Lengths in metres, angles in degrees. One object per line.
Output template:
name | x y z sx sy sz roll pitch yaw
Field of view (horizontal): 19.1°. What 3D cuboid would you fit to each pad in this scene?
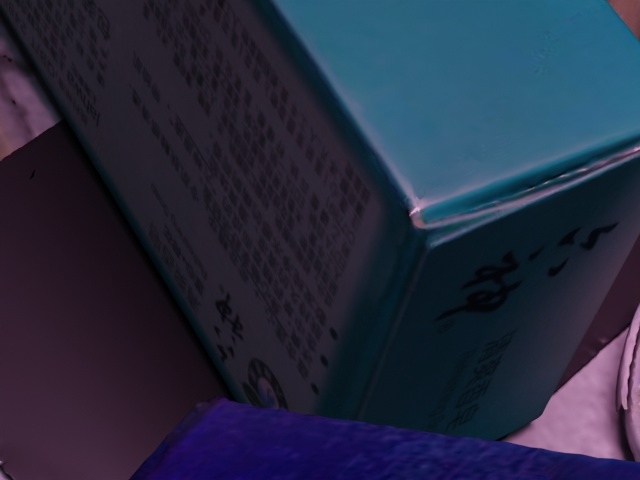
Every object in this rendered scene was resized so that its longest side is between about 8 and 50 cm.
pad | 0.000 0.000 0.617 0.181 0.004 0.267 42 56 18

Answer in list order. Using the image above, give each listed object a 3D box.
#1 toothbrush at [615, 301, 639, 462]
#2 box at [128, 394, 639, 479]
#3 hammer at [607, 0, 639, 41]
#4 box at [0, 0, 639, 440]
toothbrush | 0.090 0.173 0.489 0.035 0.042 0.413 12 54 -4
box | 0.021 0.160 0.341 0.279 0.116 0.261 5 38 40
hammer | 0.151 -0.062 0.694 0.110 0.019 0.035 24 52 -1
box | -0.013 -0.063 0.563 0.092 0.153 0.245 -21 62 -26
